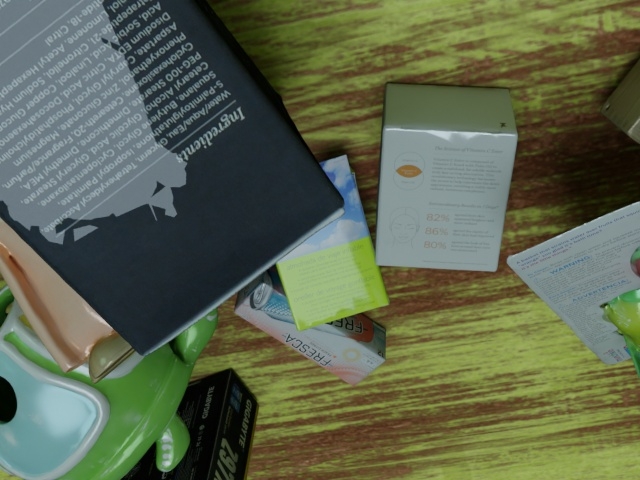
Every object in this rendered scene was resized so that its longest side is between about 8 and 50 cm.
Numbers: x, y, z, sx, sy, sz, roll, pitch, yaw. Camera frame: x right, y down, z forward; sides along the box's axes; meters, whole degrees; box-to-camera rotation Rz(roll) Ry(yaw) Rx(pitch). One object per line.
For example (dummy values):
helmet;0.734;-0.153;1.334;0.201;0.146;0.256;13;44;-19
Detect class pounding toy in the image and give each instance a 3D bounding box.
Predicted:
pounding toy;0.357;-0.121;0.954;0.141;0.100;0.130;29;109;-19

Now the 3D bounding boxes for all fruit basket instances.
fruit basket;0.381;0.012;0.941;0.327;0.165;0.353;-25;141;21

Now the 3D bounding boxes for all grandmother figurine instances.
grandmother figurine;-0.291;-0.023;0.901;0.342;0.104;0.208;49;153;1

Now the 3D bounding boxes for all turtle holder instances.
turtle holder;-0.257;0.142;1.078;0.227;0.243;0.320;37;141;-26

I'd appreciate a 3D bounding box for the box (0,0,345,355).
box;-0.197;-0.159;0.804;0.212;0.293;0.395;-37;117;4

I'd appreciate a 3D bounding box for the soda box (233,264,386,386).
soda box;-0.009;0.095;1.153;0.183;0.058;0.063;33;122;-20

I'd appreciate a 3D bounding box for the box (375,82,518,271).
box;0.124;-0.063;1.004;0.130;0.091;0.170;4;127;2

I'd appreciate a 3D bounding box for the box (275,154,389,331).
box;0.000;0.000;1.059;0.109;0.042;0.178;-17;110;-1

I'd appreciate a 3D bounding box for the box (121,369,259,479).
box;-0.217;0.321;1.173;0.257;0.322;0.079;-24;120;19
